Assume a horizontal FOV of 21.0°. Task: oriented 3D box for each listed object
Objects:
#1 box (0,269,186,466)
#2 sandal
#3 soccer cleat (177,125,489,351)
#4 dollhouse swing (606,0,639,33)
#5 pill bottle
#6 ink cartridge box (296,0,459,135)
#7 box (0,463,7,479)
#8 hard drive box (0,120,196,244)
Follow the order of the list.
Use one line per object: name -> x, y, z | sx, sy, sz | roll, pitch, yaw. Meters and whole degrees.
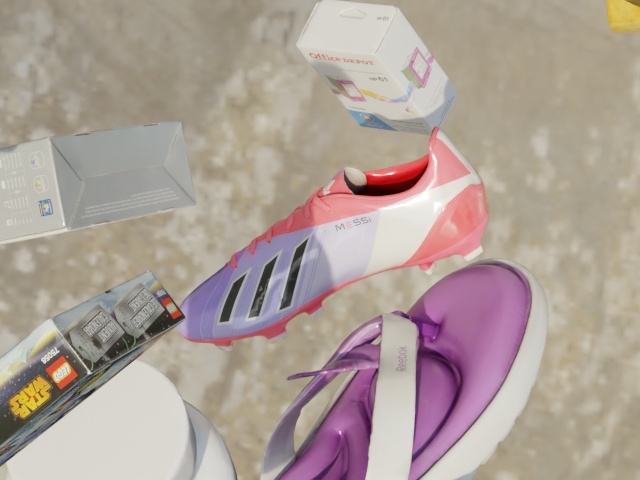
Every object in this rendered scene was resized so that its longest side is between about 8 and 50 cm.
box -> -0.123, 0.068, 0.660 | 0.027, 0.137, 0.094 | 52, 20, 2
sandal -> 0.017, 0.133, 1.143 | 0.416, 0.169, 0.102 | -50, 120, -32
soccer cleat -> 0.000, 0.000, 1.228 | 0.083, 0.248, 0.095 | -78, 144, -63
dollhouse swing -> 0.374, -0.292, 1.249 | 0.305, 0.347, 0.315 | 31, 61, -65
pill bottle -> -0.088, 0.134, 0.805 | 0.108, 0.108, 0.193 | -56, 159, -27
ink cartridge box -> 0.049, -0.146, 1.466 | 0.122, 0.088, 0.052 | 49, 61, -44
box -> -0.275, 0.339, 1.656 | 0.127, 0.148, 0.232 | -38, 133, -12
hard drive box -> -0.269, -0.048, 1.675 | 0.181, 0.232, 0.089 | -13, 92, -52
